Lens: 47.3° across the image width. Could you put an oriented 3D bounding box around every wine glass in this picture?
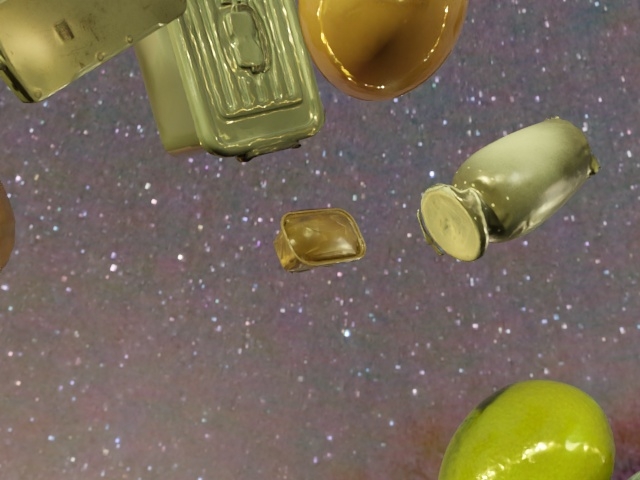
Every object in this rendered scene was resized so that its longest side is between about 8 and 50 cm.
[{"bbox_3d":[0.217,-0.061,0.839,0.204,0.111,0.111,-30,-35,-23],"label":"wine glass"}]

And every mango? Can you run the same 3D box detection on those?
[{"bbox_3d":[0.260,0.295,0.964,0.273,0.185,0.149,-34,-34,-10],"label":"mango"}]

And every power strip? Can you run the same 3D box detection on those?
[{"bbox_3d":[-0.199,-0.189,0.614,0.029,0.227,0.080,6,-50,39],"label":"power strip"}]

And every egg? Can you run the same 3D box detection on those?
[{"bbox_3d":[0.028,-0.109,0.348,0.080,0.080,0.096,13,-27,-8],"label":"egg"}]

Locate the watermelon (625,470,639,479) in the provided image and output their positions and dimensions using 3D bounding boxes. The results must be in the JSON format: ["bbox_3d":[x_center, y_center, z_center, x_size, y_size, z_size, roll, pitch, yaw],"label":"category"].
[{"bbox_3d":[0.492,0.416,0.935,0.387,0.258,0.228,-12,-39,-26],"label":"watermelon"}]

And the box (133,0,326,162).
[{"bbox_3d":[-0.115,-0.203,0.807,0.135,0.163,0.243,-7,-78,53],"label":"box"}]

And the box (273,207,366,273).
[{"bbox_3d":[0.000,0.000,1.282,0.177,0.111,0.111,-8,-25,-43],"label":"box"}]

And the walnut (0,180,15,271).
[{"bbox_3d":[-0.476,-0.010,0.767,0.296,0.285,0.285,-6,-39,41],"label":"walnut"}]
